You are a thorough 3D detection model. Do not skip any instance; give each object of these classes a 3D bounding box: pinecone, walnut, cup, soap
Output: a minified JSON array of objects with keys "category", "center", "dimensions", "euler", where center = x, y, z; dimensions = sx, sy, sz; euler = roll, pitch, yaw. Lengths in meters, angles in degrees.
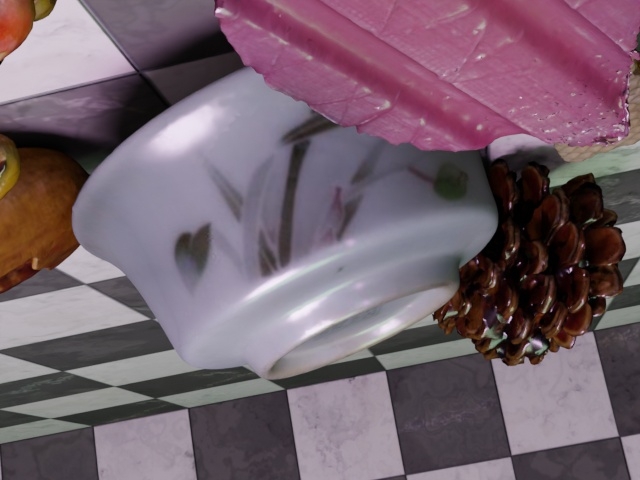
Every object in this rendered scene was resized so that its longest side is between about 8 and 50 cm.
[{"category":"pinecone","center":[0.192,0.017,1.002],"dimensions":[0.221,0.221,0.221],"euler":[-9,164,-3]},{"category":"walnut","center":[-0.260,-0.007,0.755],"dimensions":[0.207,0.116,0.116],"euler":[-32,-177,-43]},{"category":"cup","center":[0.000,0.000,0.764],"dimensions":[0.347,0.163,0.347],"euler":[-23,164,-7]},{"category":"soap","center":[0.063,-0.134,0.470],"dimensions":[0.289,0.112,0.182],"euler":[23,149,-38]}]

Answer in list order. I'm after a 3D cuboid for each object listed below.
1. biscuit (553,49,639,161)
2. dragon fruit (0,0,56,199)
[{"category":"biscuit","center":[0.190,-0.135,0.738],"dimensions":[0.094,0.054,0.378],"euler":[-16,163,20]},{"category":"dragon fruit","center":[-0.286,-0.058,0.419],"dimensions":[0.307,0.227,0.243],"euler":[-20,166,24]}]
